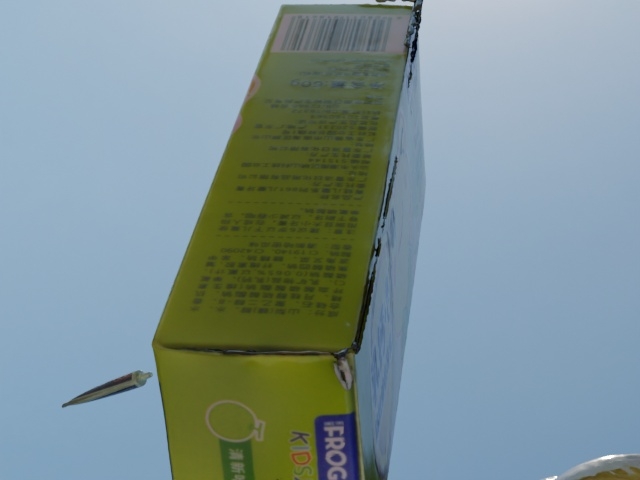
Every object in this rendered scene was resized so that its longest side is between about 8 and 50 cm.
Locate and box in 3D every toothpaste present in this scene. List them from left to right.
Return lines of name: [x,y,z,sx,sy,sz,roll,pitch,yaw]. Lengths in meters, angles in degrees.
toothpaste: [-0.254,0.178,1.797,0.140,0.037,0.021,-21,-93,33]
toothpaste: [0.000,0.000,0.675,0.077,0.110,0.327,1,-148,8]

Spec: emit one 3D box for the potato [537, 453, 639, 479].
potato: [0.227,0.278,1.176,0.285,0.242,0.242,-38,-130,38]
